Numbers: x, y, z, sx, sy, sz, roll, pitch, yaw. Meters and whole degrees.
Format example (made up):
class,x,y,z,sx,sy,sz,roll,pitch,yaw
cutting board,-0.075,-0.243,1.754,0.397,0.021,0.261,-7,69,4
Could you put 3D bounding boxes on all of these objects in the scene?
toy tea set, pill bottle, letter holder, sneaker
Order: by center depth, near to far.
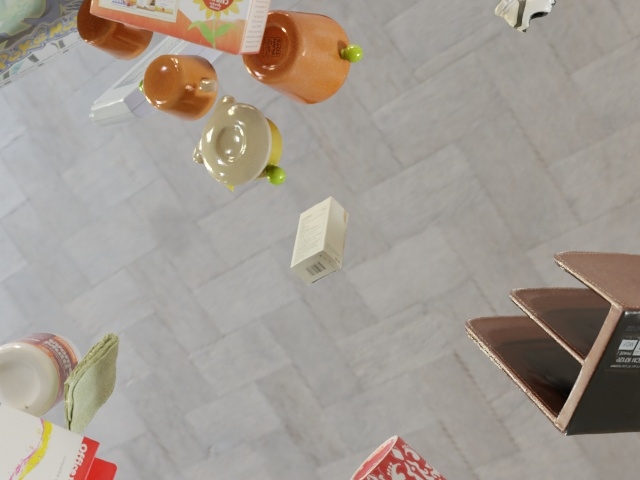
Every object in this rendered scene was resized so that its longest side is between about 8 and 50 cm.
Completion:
class,x,y,z,sx,sy,sz,roll,pitch,yaw
sneaker,0.235,-0.260,1.152,0.109,0.040,0.044,-41,81,-1
toy tea set,-0.110,-0.207,1.200,0.336,0.124,0.200,42,109,24
letter holder,0.343,0.089,1.224,0.214,0.301,0.152,47,125,49
pill bottle,-0.441,0.205,1.698,0.121,0.221,0.121,0,92,0

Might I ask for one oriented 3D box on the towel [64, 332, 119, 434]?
class,x,y,z,sx,sy,sz,roll,pitch,yaw
towel,-0.330,0.210,1.590,0.027,0.148,0.110,14,119,10

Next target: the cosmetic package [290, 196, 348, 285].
class,x,y,z,sx,sy,sz,roll,pitch,yaw
cosmetic package,0.000,0.000,1.480,0.060,0.115,0.041,-29,121,30

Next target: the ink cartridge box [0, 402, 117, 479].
class,x,y,z,sx,sy,sz,roll,pitch,yaw
ink cartridge box,-0.376,0.301,1.412,0.231,0.134,0.078,25,150,-16

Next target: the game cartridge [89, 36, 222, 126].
class,x,y,z,sx,sy,sz,roll,pitch,yaw
game cartridge,-0.234,-0.296,1.796,0.198,0.297,0.062,6,137,55

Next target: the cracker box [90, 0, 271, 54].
class,x,y,z,sx,sy,sz,roll,pitch,yaw
cracker box,-0.110,-0.304,1.021,0.155,0.067,0.232,18,105,11

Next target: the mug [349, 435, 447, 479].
class,x,y,z,sx,sy,sz,roll,pitch,yaw
mug,0.113,0.350,1.396,0.169,0.113,0.150,46,110,0

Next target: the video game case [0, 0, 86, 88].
class,x,y,z,sx,sy,sz,roll,pitch,yaw
video game case,-0.306,-0.291,1.246,0.036,0.329,0.300,55,163,11
